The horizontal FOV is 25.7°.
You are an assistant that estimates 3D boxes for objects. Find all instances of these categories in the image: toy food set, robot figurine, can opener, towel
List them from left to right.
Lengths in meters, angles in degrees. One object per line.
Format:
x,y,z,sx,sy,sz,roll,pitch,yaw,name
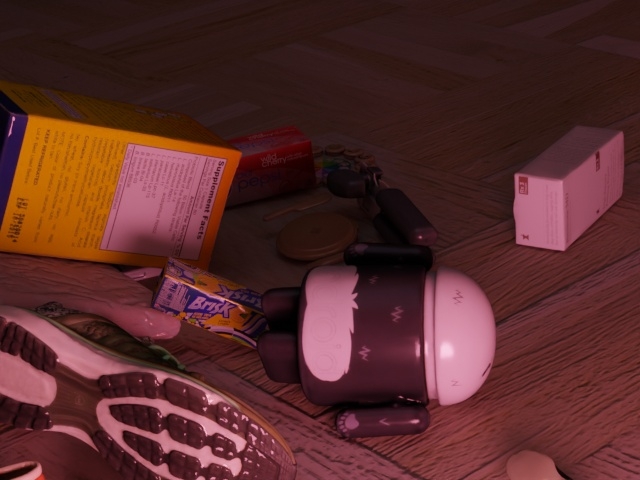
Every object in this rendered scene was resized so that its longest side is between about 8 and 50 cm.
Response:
-0.395,0.054,1.828,0.332,0.053,0.317,6,13,-38,towel
0.000,0.000,2.097,0.132,0.038,0.192,-19,33,-15,toy food set
0.084,-0.039,2.104,0.095,0.076,0.283,-4,25,-17,can opener
0.069,0.115,1.670,0.278,0.209,0.173,-1,8,8,robot figurine

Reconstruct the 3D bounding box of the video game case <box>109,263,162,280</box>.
-0.331,0.024,2.106,0.173,0.022,0.190,-14,27,-21,video game case

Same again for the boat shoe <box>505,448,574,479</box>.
0.244,0.263,1.471,0.049,0.042,0.133,-41,36,-15,boat shoe

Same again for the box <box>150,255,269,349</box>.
-0.131,0.084,1.817,0.169,0.054,0.059,23,23,-11,box

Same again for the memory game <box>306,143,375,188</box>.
0.003,-0.129,2.395,0.186,0.012,0.186,-4,25,2,memory game

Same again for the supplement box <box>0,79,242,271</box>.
-0.326,-0.091,1.982,0.357,0.194,0.195,8,17,-35,supplement box

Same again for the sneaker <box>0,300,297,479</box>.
-0.196,0.156,1.564,0.410,0.158,0.182,25,27,13,sneaker

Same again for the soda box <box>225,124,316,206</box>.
-0.145,-0.111,2.280,0.263,0.083,0.092,-15,27,-14,soda box

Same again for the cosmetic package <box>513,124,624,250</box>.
0.376,-0.082,2.110,0.085,0.117,0.231,10,29,30,cosmetic package

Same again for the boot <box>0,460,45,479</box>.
-0.361,0.281,1.476,0.158,0.084,0.059,-15,28,-19,boot
